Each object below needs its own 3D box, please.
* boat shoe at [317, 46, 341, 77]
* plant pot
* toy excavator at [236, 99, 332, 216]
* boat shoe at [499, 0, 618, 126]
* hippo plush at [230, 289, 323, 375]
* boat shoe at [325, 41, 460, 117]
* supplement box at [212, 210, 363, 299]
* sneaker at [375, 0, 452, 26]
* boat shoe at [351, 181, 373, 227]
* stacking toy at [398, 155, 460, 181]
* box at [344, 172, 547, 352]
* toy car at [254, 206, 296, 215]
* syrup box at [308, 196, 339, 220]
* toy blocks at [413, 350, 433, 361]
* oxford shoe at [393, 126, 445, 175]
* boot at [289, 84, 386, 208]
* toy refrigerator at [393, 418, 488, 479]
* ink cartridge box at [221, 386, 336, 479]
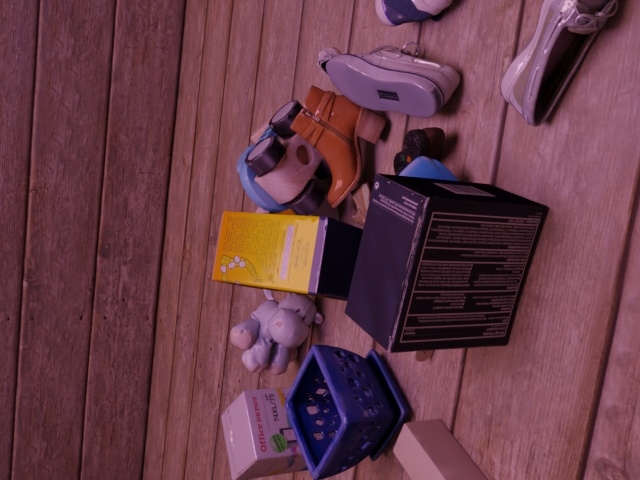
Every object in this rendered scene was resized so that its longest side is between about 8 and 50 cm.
[{"bbox_3d":[0.026,-0.510,1.919,0.066,0.063,0.184,-63,37,36],"label":"boat shoe"},{"bbox_3d":[0.069,0.411,1.620,0.236,0.212,0.236,61,138,42],"label":"plant pot"},{"bbox_3d":[-0.137,-0.256,1.968,0.445,0.222,0.433,-13,40,50],"label":"toy excavator"},{"bbox_3d":[0.429,-0.346,1.145,0.103,0.118,0.320,64,144,31],"label":"boat shoe"},{"bbox_3d":[-0.096,0.265,1.996,0.236,0.234,0.294,-23,24,40],"label":"hippo plush"},{"bbox_3d":[0.177,-0.401,1.561,0.367,0.156,0.136,25,151,46],"label":"boat shoe"},{"bbox_3d":[-0.084,0.041,1.752,0.356,0.194,0.195,5,83,36],"label":"supplement box"},{"bbox_3d":[0.243,-0.660,1.504,0.236,0.130,0.323,-1,83,51],"label":"sneaker"},{"bbox_3d":[0.118,-0.060,1.699,0.072,0.068,0.190,-22,52,17],"label":"boat shoe"},{"bbox_3d":[0.200,-0.064,1.515,0.175,0.166,0.302,46,166,-4],"label":"stacking toy"},{"bbox_3d":[0.233,0.041,1.269,0.182,0.296,0.294,35,118,56],"label":"box"},{"bbox_3d":[-0.110,-0.090,2.078,0.182,0.159,0.136,-46,15,50],"label":"toy car"},{"bbox_3d":[0.000,0.000,1.895,0.093,0.096,0.237,-32,59,55],"label":"syrup box"},{"bbox_3d":[0.213,0.190,1.541,0.148,0.054,0.123,47,128,53],"label":"toy blocks"},{"bbox_3d":[0.231,-0.187,1.522,0.227,0.096,0.083,121,130,-69],"label":"oxford shoe"},{"bbox_3d":[0.018,-0.244,1.721,0.109,0.220,0.284,-76,11,-66],"label":"boot"},{"bbox_3d":[0.267,0.503,1.372,0.269,0.102,0.094,49,129,50],"label":"toy refrigerator"},{"bbox_3d":[-0.115,0.544,1.879,0.197,0.270,0.198,-52,45,46],"label":"ink cartridge box"}]
